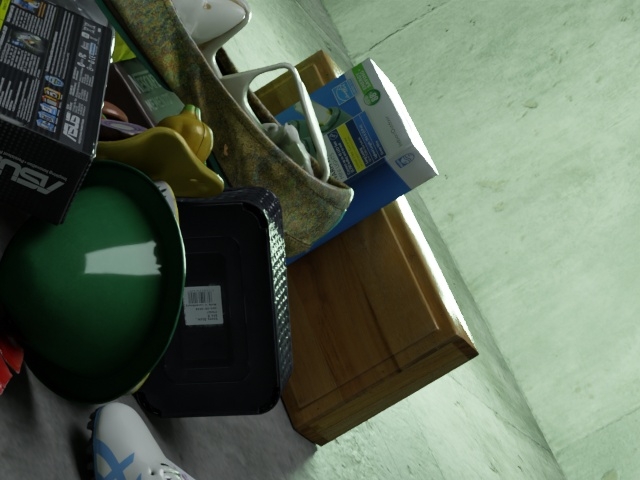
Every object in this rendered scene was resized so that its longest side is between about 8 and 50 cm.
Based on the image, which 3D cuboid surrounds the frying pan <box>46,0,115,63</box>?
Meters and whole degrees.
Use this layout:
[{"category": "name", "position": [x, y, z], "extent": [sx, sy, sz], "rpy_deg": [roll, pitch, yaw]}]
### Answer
[{"category": "frying pan", "position": [-0.287, -0.286, 1.691], "extent": [0.197, 0.053, 0.326], "rpy_deg": [15, 49, -48]}]

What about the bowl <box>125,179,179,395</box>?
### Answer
[{"category": "bowl", "position": [-0.173, 0.029, 1.325], "extent": [0.080, 0.170, 0.170], "rpy_deg": [11, 34, -22]}]

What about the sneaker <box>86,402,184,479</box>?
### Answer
[{"category": "sneaker", "position": [-0.097, 0.215, 1.246], "extent": [0.237, 0.086, 0.085], "rpy_deg": [62, 13, 22]}]

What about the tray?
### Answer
[{"category": "tray", "position": [0.000, 0.000, 1.927], "extent": [0.076, 0.203, 0.411], "rpy_deg": [43, 19, -54]}]

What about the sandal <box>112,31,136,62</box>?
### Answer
[{"category": "sandal", "position": [-0.220, -0.257, 1.909], "extent": [0.138, 0.126, 0.317], "rpy_deg": [49, 6, -6]}]

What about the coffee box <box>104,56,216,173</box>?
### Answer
[{"category": "coffee box", "position": [-0.163, -0.078, 1.636], "extent": [0.168, 0.119, 0.297], "rpy_deg": [59, 11, -3]}]

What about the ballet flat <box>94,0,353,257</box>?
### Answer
[{"category": "ballet flat", "position": [-0.087, -0.150, 1.549], "extent": [0.348, 0.123, 0.123], "rpy_deg": [57, 11, -6]}]

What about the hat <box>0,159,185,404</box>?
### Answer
[{"category": "hat", "position": [-0.209, 0.023, 1.163], "extent": [0.183, 0.173, 0.208], "rpy_deg": [13, 18, -48]}]

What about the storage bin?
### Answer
[{"category": "storage bin", "position": [-0.092, 0.051, 1.456], "extent": [0.084, 0.122, 0.180], "rpy_deg": [-60, 146, -77]}]

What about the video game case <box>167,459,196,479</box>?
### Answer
[{"category": "video game case", "position": [-0.098, 0.234, 1.379], "extent": [0.087, 0.011, 0.122], "rpy_deg": [46, 17, -48]}]

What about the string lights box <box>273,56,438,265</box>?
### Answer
[{"category": "string lights box", "position": [-0.019, -0.067, 1.876], "extent": [0.077, 0.260, 0.133], "rpy_deg": [44, 18, -54]}]

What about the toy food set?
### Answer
[{"category": "toy food set", "position": [-0.172, -0.085, 1.395], "extent": [0.128, 0.218, 0.071], "rpy_deg": [30, 67, -56]}]

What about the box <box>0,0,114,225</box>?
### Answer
[{"category": "box", "position": [-0.262, -0.128, 1.238], "extent": [0.216, 0.060, 0.270], "rpy_deg": [23, 22, -14]}]
